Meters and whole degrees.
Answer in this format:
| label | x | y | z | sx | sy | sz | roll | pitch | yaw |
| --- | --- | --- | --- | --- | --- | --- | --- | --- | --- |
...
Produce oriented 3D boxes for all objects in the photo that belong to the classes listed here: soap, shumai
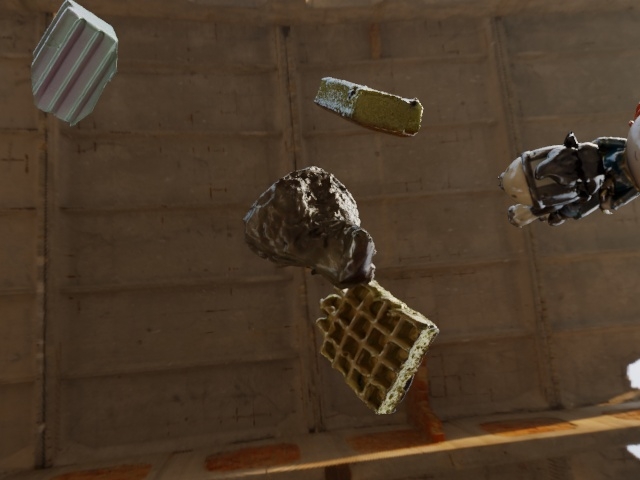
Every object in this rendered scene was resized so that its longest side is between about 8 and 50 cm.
| label | x | y | z | sx | sy | sz | roll | pitch | yaw |
| --- | --- | --- | --- | --- | --- | --- | --- | --- | --- |
| soap | -0.550 | -0.386 | 1.119 | 0.230 | 0.145 | 0.091 | -47 | -135 | 16 |
| shumai | 0.000 | 0.000 | 0.759 | 0.205 | 0.166 | 0.176 | 7 | -145 | -44 |

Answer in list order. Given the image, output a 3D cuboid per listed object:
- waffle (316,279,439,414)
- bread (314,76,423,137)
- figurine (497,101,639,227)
| label | x | y | z | sx | sy | sz | roll | pitch | yaw |
| --- | --- | --- | --- | --- | --- | --- | --- | --- | --- |
| waffle | 0.071 | 0.145 | 0.811 | 0.055 | 0.211 | 0.161 | 13 | -71 | -42 |
| bread | 0.088 | -0.282 | 1.049 | 0.138 | 0.361 | 0.077 | 11 | -73 | -16 |
| figurine | 0.490 | -0.117 | 0.806 | 0.411 | 0.306 | 0.241 | -8 | -111 | 32 |
